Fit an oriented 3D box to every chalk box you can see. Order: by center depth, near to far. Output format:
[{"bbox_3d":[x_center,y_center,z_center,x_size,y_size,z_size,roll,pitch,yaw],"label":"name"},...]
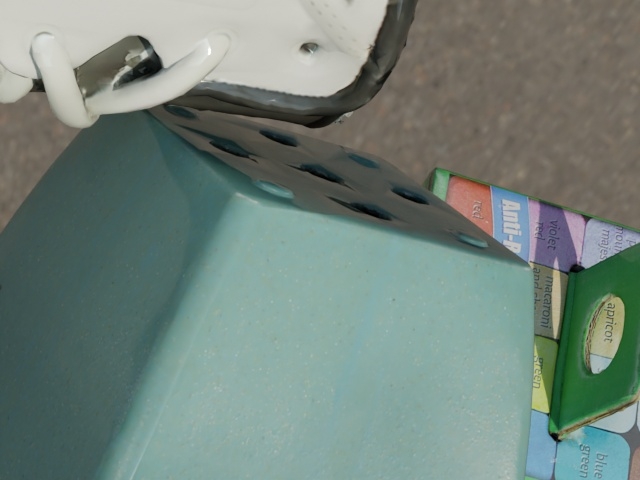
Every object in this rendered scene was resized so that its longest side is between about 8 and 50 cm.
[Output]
[{"bbox_3d":[0.076,0.066,0.796,0.132,0.213,0.132,17,62,-9],"label":"chalk box"}]

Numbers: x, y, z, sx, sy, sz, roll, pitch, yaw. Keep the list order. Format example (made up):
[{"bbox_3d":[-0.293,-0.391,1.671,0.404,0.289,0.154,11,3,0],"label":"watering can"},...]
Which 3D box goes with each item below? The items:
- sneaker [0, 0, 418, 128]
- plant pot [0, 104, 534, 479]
[{"bbox_3d":[-0.129,-0.051,0.530,0.257,0.447,0.169,36,18,-25],"label":"sneaker"},{"bbox_3d":[-0.042,0.084,0.617,0.165,0.234,0.165,13,15,-31],"label":"plant pot"}]
